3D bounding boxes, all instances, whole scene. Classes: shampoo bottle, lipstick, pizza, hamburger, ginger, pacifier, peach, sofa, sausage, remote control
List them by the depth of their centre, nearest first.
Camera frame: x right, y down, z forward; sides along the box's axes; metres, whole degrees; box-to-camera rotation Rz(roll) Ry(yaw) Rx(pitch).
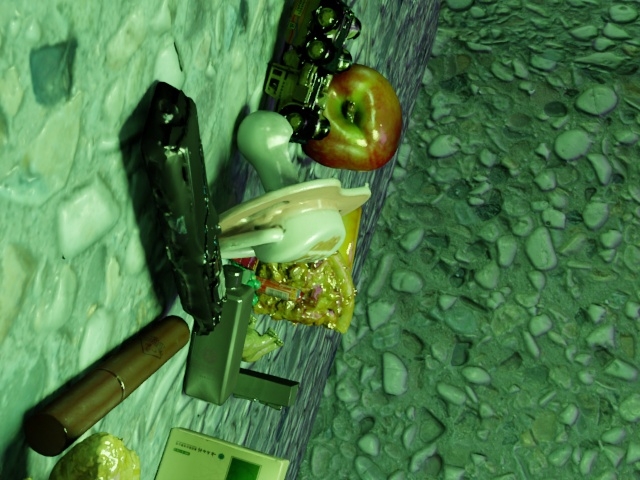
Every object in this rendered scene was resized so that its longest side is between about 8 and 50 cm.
[{"bbox_3d":[-0.294,0.306,0.889,0.375,0.166,0.236,-102,-162,-79],"label":"ginger"},{"bbox_3d":[-0.257,0.174,1.022,0.357,0.057,0.057,-43,147,-71],"label":"lipstick"},{"bbox_3d":[-0.173,-0.020,1.062,0.398,0.062,0.144,89,3,-51],"label":"remote control"},{"bbox_3d":[-0.056,-0.065,1.287,0.332,0.220,0.273,3,102,-67],"label":"pacifier"},{"bbox_3d":[-0.176,0.162,1.384,0.079,0.080,0.246,-48,152,-71],"label":"shampoo bottle"},{"bbox_3d":[-0.090,0.100,1.620,0.034,0.129,0.034,15,90,-82],"label":"sausage"},{"bbox_3d":[-0.042,0.103,1.700,0.226,0.086,0.335,-33,124,-7],"label":"pizza"},{"bbox_3d":[-0.125,0.325,1.718,0.085,0.147,0.060,15,87,-80],"label":"sofa"},{"bbox_3d":[0.072,-0.271,1.823,0.248,0.245,0.274,-47,-177,5],"label":"peach"},{"bbox_3d":[0.000,0.002,1.859,0.246,0.170,0.246,-170,-90,-88],"label":"hamburger"}]

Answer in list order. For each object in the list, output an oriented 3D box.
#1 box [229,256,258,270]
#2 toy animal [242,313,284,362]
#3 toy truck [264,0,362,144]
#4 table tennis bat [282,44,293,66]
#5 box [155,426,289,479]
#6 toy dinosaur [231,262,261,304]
[{"bbox_3d":[-0.141,0.019,1.432,0.082,0.023,0.051,34,71,-52],"label":"box"},{"bbox_3d":[-0.150,0.204,1.618,0.101,0.103,0.218,-48,169,-9],"label":"toy animal"},{"bbox_3d":[-0.027,-0.299,1.383,0.127,0.127,0.257,-10,116,-71],"label":"toy truck"},{"bbox_3d":[-0.057,-0.298,1.516,0.173,0.022,0.301,42,62,-78],"label":"table tennis bat"},{"bbox_3d":[-0.182,0.443,1.401,0.095,0.212,0.168,64,41,-77],"label":"box"},{"bbox_3d":[-0.153,0.075,1.482,0.096,0.059,0.132,76,24,-47],"label":"toy dinosaur"}]
